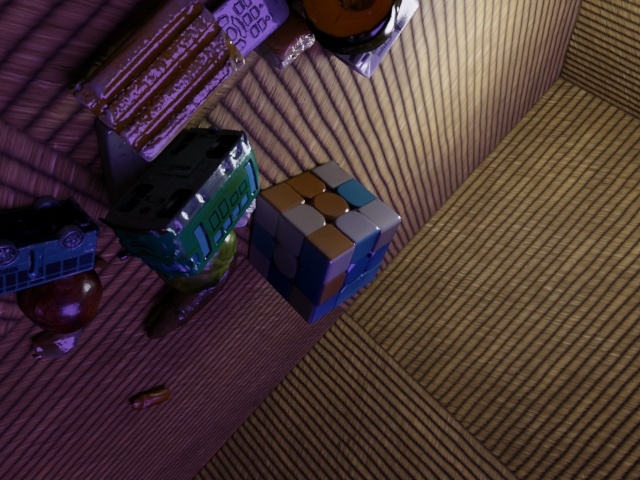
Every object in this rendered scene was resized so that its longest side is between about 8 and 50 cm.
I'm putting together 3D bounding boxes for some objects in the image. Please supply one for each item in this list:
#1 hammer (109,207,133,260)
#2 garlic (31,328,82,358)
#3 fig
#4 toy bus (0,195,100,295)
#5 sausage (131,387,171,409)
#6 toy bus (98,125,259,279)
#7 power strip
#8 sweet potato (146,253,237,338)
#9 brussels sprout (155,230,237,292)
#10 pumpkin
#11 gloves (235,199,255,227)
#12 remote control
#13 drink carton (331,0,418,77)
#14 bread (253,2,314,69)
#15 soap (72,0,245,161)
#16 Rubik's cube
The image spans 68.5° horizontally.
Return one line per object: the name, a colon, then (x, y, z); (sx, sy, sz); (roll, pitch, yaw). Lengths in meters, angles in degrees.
hammer: (-0.484, -0.014, 1.144); (0.065, 0.021, 0.178); (-35, 153, -24)
garlic: (-0.658, 0.252, 1.200); (0.152, 0.066, 0.084); (-34, 151, -23)
fig: (-0.559, 0.099, 1.052); (0.175, 0.175, 0.207); (89, 25, -57)
toy bus: (-0.579, 0.018, 0.902); (0.256, 0.128, 0.147); (-21, 144, -47)
sausage: (-0.642, 0.598, 1.775); (0.183, 0.054, 0.062); (-4, 99, -55)
toy bus: (-0.281, -0.081, 1.027); (0.343, 0.184, 0.199); (-60, 149, -36)
power strip: (-0.417, -0.143, 1.021); (0.093, 0.053, 0.288); (-30, 150, -35)
sweet potato: (-0.397, 0.164, 1.437); (0.422, 0.130, 0.130); (-49, 156, 6)
brussels sprout: (-0.326, 0.026, 1.241); (0.219, 0.210, 0.271); (-61, 169, 10)
pumpkin: (0.060, -0.547, 1.009); (0.232, 0.242, 0.324); (-18, 118, -85)
gloves: (-0.239, -0.123, 1.304); (0.119, 0.097, 0.229); (6, 150, -5)
remote control: (-0.203, -0.417, 0.963); (0.313, 0.055, 0.109); (-43, 138, -3)
drink carton: (0.124, -0.552, 1.203); (0.222, 0.134, 0.102); (-55, 158, 16)
bread: (-0.082, -0.456, 1.041); (0.125, 0.106, 0.082); (-44, 157, -14)
soap: (-0.291, -0.304, 0.864); (0.274, 0.089, 0.173); (-48, 125, -5)
Rubik's cube: (0.000, 0.000, 1.580); (0.344, 0.347, 0.346); (-29, 150, -34)
